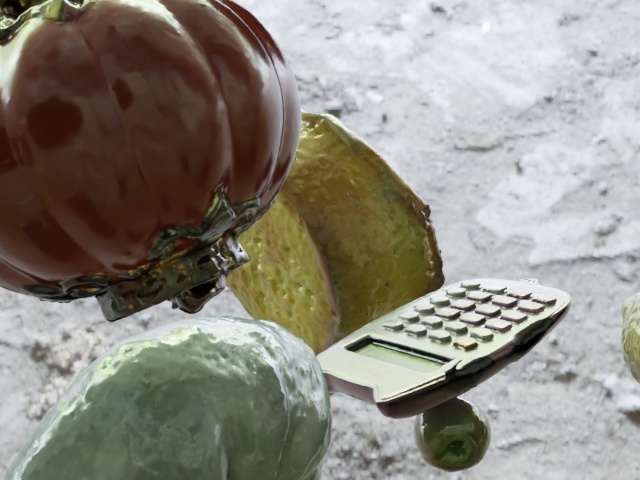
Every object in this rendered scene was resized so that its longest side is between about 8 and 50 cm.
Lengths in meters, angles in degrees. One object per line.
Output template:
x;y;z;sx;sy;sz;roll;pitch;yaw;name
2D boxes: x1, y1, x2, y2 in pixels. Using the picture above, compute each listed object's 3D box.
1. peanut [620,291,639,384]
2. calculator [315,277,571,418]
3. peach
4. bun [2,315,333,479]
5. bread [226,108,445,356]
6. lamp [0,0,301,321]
0.399;0.139;1.078;0.149;0.149;0.313;-17;32;-16;peanut
0.131;0.105;1.161;0.294;0.043;0.194;-26;19;-31;calculator
0.137;0.200;1.146;0.083;0.083;0.083;0;47;0;peach
-0.114;0.227;0.957;0.354;0.354;0.194;-33;61;-27;bun
0.000;0.000;1.648;0.215;0.398;0.398;-31;54;-30;bread
-0.117;-0.051;0.640;0.227;0.227;0.227;0;47;0;lamp
